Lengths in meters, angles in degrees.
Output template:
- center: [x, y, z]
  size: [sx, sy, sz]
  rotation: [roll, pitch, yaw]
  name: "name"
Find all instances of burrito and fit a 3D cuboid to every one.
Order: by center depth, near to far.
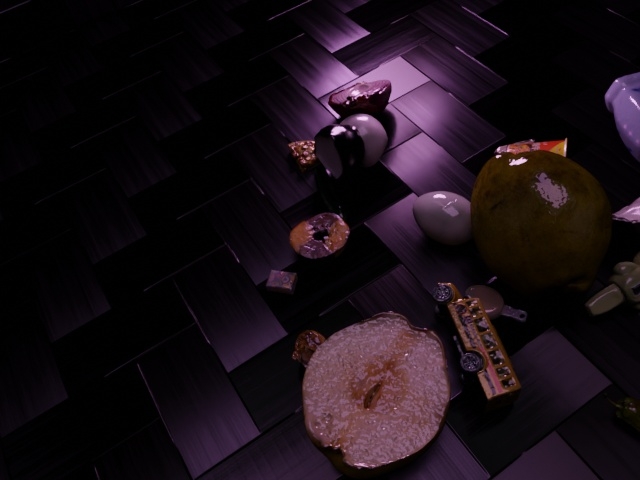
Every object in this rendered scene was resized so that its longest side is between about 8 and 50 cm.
- center: [0.650, -0.302, 1.865]
  size: [0.149, 0.041, 0.055]
  rotation: [-16, 40, -3]
  name: "burrito"

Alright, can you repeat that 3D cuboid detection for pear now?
- center: [0.135, 0.381, 1.356]
  size: [0.340, 0.191, 0.386]
  rotation: [30, 60, 25]
  name: "pear"
- center: [0.586, -0.048, 1.507]
  size: [0.351, 0.352, 0.414]
  rotation: [-17, 87, -4]
  name: "pear"

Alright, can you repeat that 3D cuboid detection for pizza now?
- center: [-0.038, -0.301, 1.969]
  size: [0.175, 0.046, 0.134]
  rotation: [4, 55, 11]
  name: "pizza"

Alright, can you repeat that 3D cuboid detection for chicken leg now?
- center: [-0.007, 0.330, 1.484]
  size: [0.085, 0.101, 0.208]
  rotation: [-36, 61, 20]
  name: "chicken leg"

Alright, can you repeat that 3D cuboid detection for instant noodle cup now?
- center: [0.651, -0.207, 1.710]
  size: [0.174, 0.213, 0.213]
  rotation: [5, 55, 23]
  name: "instant noodle cup"

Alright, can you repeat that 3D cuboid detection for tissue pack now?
- center: [-0.116, 0.124, 1.680]
  size: [0.083, 0.035, 0.063]
  rotation: [7, 55, 13]
  name: "tissue pack"

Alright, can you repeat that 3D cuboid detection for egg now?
- center: [0.370, -0.070, 1.673]
  size: [0.209, 0.151, 0.151]
  rotation: [29, 64, 28]
  name: "egg"

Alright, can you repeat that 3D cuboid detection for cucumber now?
- center: [0.025, -0.157, 1.851]
  size: [0.056, 0.056, 0.284]
  rotation: [-19, 50, -5]
  name: "cucumber"

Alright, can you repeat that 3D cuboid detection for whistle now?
- center: [0.837, 0.110, 1.506]
  size: [0.294, 0.141, 0.141]
  rotation: [-27, 53, 11]
  name: "whistle"

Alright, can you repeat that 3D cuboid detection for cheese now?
- center: [0.472, 0.185, 1.537]
  size: [0.092, 0.048, 0.171]
  rotation: [-41, 59, -18]
  name: "cheese"

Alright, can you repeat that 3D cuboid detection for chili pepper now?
- center: [0.749, 0.412, 1.315]
  size: [0.204, 0.073, 0.072]
  rotation: [33, 47, 16]
  name: "chili pepper"

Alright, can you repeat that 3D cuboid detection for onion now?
- center: [0.138, -0.480, 1.994]
  size: [0.227, 0.120, 0.283]
  rotation: [-8, 23, 24]
  name: "onion"

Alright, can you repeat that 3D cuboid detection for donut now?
- center: [0.000, 0.000, 1.729]
  size: [0.184, 0.073, 0.166]
  rotation: [-41, 58, -20]
  name: "donut"

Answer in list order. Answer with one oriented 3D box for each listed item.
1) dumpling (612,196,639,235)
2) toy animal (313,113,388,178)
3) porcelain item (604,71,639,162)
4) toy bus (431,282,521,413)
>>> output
- center: [0.942, -0.071, 1.550]
  size: [0.260, 0.181, 0.341]
  rotation: [6, 38, 30]
  name: "dumpling"
- center: [0.110, -0.326, 1.886]
  size: [0.235, 0.165, 0.187]
  rotation: [-28, 71, -29]
  name: "toy animal"
- center: [1.071, -0.353, 1.753]
  size: [0.242, 0.178, 0.405]
  rotation: [-15, 51, -1]
  name: "porcelain item"
- center: [0.391, 0.259, 1.443]
  size: [0.123, 0.121, 0.336]
  rotation: [-17, 55, 2]
  name: "toy bus"
